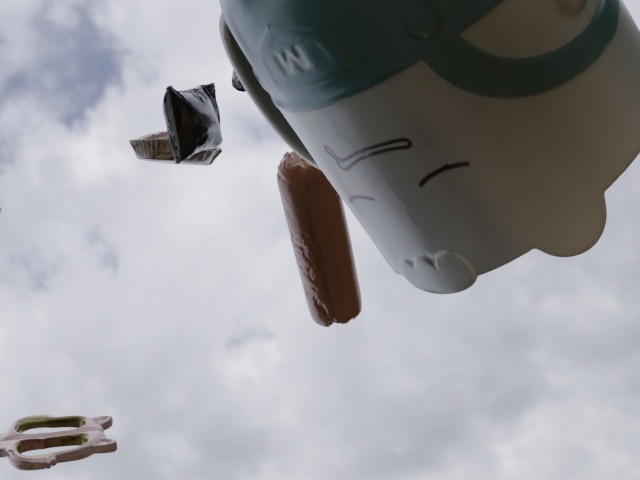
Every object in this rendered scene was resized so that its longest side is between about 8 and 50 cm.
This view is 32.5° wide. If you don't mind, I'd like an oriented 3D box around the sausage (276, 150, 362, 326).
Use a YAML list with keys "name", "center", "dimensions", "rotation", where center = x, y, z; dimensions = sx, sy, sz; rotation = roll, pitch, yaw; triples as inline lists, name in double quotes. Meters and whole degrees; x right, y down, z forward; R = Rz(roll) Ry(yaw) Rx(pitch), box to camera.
- name: "sausage"
  center: [0.001, -0.001, 1.576]
  dimensions: [0.086, 0.086, 0.289]
  rotation: [-24, -59, -20]

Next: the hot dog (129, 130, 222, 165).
- name: "hot dog"
  center: [-0.222, -0.142, 1.678]
  dimensions: [0.192, 0.099, 0.053]
  rotation: [1, -91, -66]

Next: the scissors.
- name: "scissors"
  center: [-0.433, 0.271, 1.453]
  dimensions: [0.317, 0.160, 0.024]
  rotation: [-4, -75, -14]

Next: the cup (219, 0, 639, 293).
- name: "cup"
  center: [0.052, -0.126, 0.716]
  dimensions: [0.219, 0.289, 0.258]
  rotation: [-49, -66, -30]

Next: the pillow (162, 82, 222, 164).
- name: "pillow"
  center: [-0.162, -0.152, 1.386]
  dimensions: [0.048, 0.150, 0.090]
  rotation: [-21, -84, 16]

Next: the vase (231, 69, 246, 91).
- name: "vase"
  center: [-0.042, -0.284, 1.298]
  dimensions: [0.115, 0.115, 0.237]
  rotation: [-18, -37, -26]

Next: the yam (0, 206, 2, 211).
- name: "yam"
  center: [-0.561, -0.072, 1.450]
  dimensions: [0.133, 0.330, 0.133]
  rotation: [-53, -4, -6]
